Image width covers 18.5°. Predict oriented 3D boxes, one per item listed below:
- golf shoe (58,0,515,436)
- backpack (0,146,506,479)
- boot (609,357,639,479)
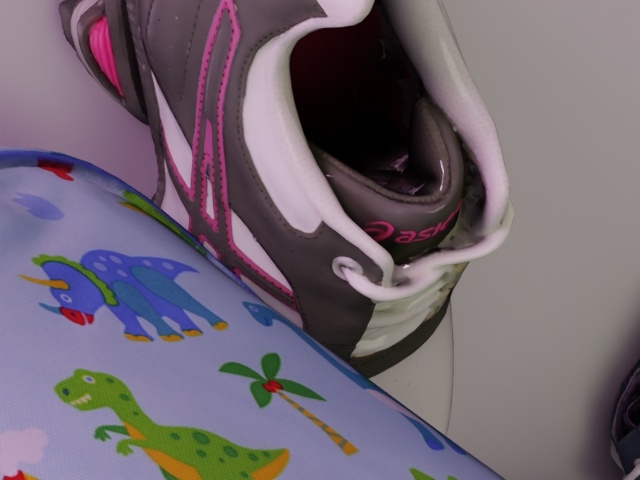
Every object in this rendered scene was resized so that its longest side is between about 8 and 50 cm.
[{"bbox_3d":[0.000,0.000,0.586,0.105,0.120,0.273,-33,132,-19],"label":"golf shoe"},{"bbox_3d":[-0.048,0.141,0.476,0.290,0.355,0.273,-13,122,-50],"label":"backpack"},{"bbox_3d":[0.145,0.103,0.801,0.086,0.069,0.190,20,110,-17],"label":"boot"}]
